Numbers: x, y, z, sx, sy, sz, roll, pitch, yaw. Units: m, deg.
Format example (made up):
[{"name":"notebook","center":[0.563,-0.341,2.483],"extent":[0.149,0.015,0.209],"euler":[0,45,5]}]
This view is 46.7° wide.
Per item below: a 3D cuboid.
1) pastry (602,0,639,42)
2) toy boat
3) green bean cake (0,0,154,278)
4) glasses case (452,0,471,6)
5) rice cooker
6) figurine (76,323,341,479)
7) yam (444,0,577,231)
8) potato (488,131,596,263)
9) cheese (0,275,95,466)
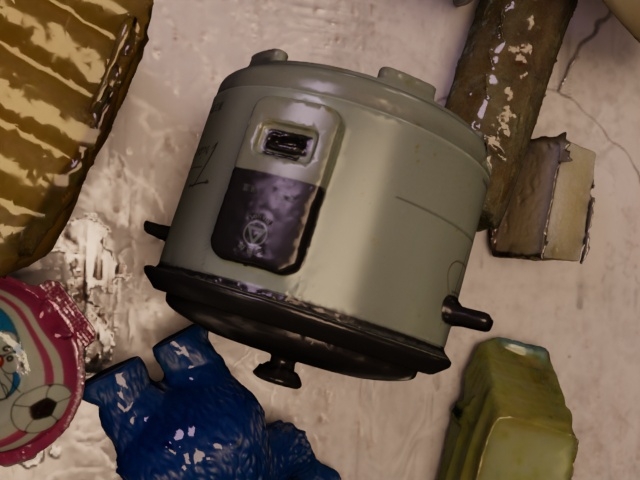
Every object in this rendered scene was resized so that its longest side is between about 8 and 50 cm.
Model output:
[{"name":"pastry","center":[0.299,-0.280,0.667],"extent":[0.265,0.265,0.133],"euler":[43,119,-13]},{"name":"toy boat","center":[0.172,0.235,0.707],"extent":[0.111,0.084,0.276],"euler":[15,88,-15]},{"name":"green bean cake","center":[-0.211,-0.090,0.511],"extent":[0.131,0.224,0.230],"euler":[28,85,-19]},{"name":"glasses case","center":[0.139,-0.370,0.674],"extent":[0.083,0.128,0.308],"euler":[14,87,8]},{"name":"rice cooker","center":[0.000,0.000,0.569],"extent":[0.280,0.241,0.227],"euler":[15,83,16]},{"name":"figurine","center":[-0.086,0.195,0.606],"extent":[0.164,0.120,0.262],"euler":[-42,103,-14]},{"name":"yam","center":[0.162,-0.130,0.693],"extent":[0.093,0.093,0.259],"euler":[21,85,-17]},{"name":"potato","center":[0.219,-0.038,0.720],"extent":[0.061,0.086,0.122],"euler":[14,85,-31]},{"name":"cheese","center":[-0.281,0.115,0.558],"extent":[0.244,0.062,0.155],"euler":[-32,96,5]}]
